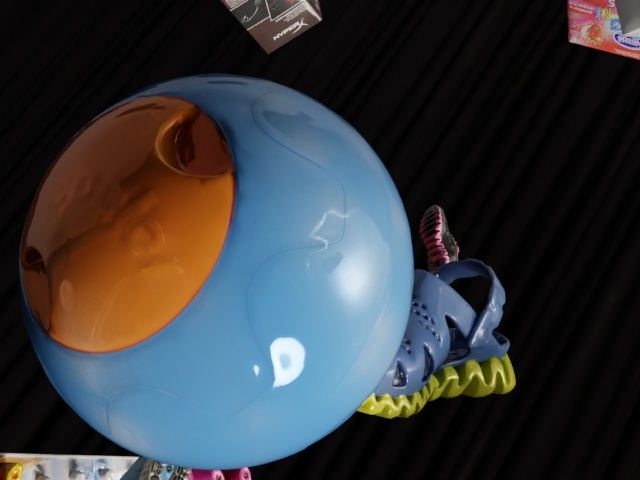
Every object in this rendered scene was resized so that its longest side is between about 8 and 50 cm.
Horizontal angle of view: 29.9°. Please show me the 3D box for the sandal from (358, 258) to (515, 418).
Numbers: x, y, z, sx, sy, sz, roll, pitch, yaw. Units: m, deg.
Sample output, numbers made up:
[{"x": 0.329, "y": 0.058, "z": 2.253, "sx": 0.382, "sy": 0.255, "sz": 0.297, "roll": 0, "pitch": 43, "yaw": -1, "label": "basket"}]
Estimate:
[{"x": 0.087, "y": 0.091, "z": 1.175, "sx": 0.126, "sy": 0.138, "sz": 0.317, "roll": 12, "pitch": -170, "yaw": 35, "label": "sandal"}]

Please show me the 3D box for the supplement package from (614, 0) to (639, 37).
[{"x": 0.373, "y": -0.258, "z": 1.168, "sx": 0.179, "sy": 0.105, "sz": 0.105, "roll": -3, "pitch": 170, "yaw": -44, "label": "supplement package"}]

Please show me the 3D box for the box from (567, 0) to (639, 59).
[{"x": 0.512, "y": -0.354, "z": 1.811, "sx": 0.256, "sy": 0.123, "sz": 0.128, "roll": 21, "pitch": 143, "yaw": 30, "label": "box"}]

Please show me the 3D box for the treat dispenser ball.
[{"x": -0.075, "y": 0.023, "z": 0.883, "sx": 0.288, "sy": 0.288, "sz": 0.288, "roll": 29, "pitch": 157, "yaw": 14, "label": "treat dispenser ball"}]

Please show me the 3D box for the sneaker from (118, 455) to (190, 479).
[{"x": -0.202, "y": 0.295, "z": 1.298, "sx": 0.073, "sy": 0.162, "sz": 0.063, "roll": -17, "pitch": 123, "yaw": 46, "label": "sneaker"}]

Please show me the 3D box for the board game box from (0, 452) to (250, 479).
[{"x": -0.240, "y": 0.437, "z": 1.332, "sx": 0.390, "sy": 0.390, "sz": 0.050, "roll": 11, "pitch": 164, "yaw": -40, "label": "board game box"}]

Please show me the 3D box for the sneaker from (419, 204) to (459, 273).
[{"x": 0.193, "y": 0.003, "z": 1.887, "sx": 0.057, "sy": 0.119, "sz": 0.047, "roll": 8, "pitch": 159, "yaw": -39, "label": "sneaker"}]

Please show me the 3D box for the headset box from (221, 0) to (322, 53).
[{"x": -0.130, "y": -0.464, "z": 1.822, "sx": 0.110, "sy": 0.218, "sz": 0.293, "roll": -29, "pitch": 130, "yaw": 19, "label": "headset box"}]
